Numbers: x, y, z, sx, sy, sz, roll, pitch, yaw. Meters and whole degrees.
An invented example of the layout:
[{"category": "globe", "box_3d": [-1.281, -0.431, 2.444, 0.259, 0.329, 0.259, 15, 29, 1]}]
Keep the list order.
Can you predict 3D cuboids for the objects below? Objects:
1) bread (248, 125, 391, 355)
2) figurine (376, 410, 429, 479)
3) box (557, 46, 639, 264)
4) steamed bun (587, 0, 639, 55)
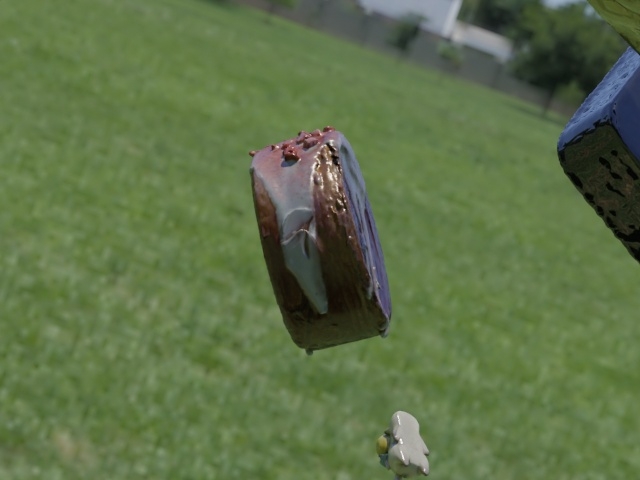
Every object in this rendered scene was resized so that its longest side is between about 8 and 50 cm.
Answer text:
[{"category": "bread", "box_3d": [0.000, 0.000, 1.319, 0.073, 0.160, 0.160, -16, 2, 9]}, {"category": "figurine", "box_3d": [0.077, 0.216, 1.877, 0.047, 0.050, 0.083, 36, 28, -27]}, {"category": "box", "box_3d": [0.314, 0.013, 1.234, 0.350, 0.058, 0.211, 49, 42, -5]}, {"category": "steamed bun", "box_3d": [0.160, -0.212, 0.615, 0.276, 0.289, 0.203, 22, -21, -29]}]
